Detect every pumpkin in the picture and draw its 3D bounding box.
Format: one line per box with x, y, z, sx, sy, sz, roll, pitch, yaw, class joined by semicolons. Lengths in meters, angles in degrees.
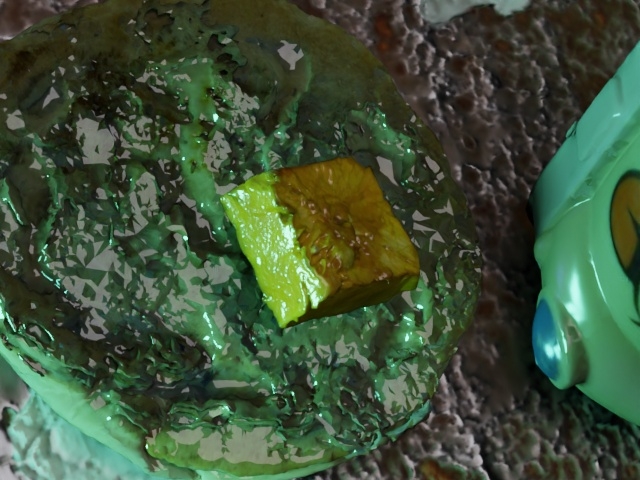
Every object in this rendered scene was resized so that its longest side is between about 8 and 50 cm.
0.000;0.000;0.791;0.083;0.054;0.074;-12;72;-43;pumpkin

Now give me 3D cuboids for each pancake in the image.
-0.053;-0.008;0.828;0.283;0.049;0.282;5;72;-16;pancake

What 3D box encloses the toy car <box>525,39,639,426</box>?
0.291;0.031;0.796;0.336;0.242;0.226;9;54;-17;toy car
